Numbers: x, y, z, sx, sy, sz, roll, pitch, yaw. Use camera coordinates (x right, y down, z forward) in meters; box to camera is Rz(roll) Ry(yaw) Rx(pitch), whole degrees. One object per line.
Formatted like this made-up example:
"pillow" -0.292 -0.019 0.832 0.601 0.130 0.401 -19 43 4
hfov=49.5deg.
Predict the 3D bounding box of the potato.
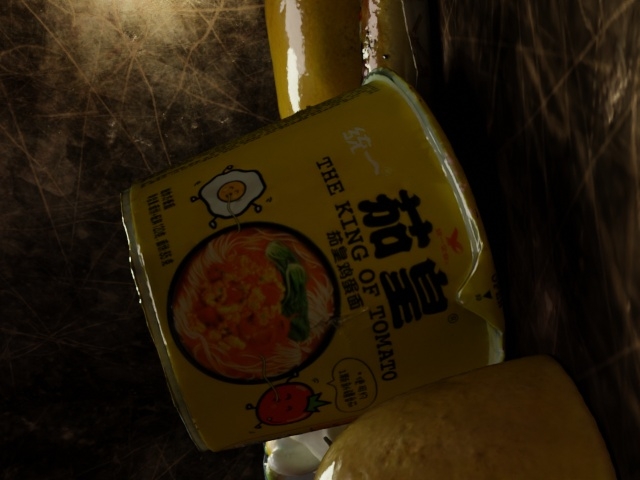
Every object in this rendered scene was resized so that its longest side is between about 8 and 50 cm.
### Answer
"potato" 0.073 0.162 0.415 0.203 0.158 0.178 23 -119 -83

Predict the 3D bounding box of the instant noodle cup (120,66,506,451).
"instant noodle cup" -0.019 0.032 0.632 0.325 0.254 0.325 163 90 -82

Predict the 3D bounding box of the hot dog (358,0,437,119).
"hot dog" 0.077 -0.186 0.743 0.162 0.082 0.270 -96 0 -72

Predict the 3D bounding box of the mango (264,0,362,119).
"mango" 0.012 -0.268 0.912 0.211 0.173 0.317 -136 46 -59

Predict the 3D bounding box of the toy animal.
"toy animal" 0.058 0.222 0.887 0.310 0.247 0.183 106 169 -67

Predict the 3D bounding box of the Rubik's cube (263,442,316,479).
"Rubik's cube" 0.043 0.363 1.451 0.316 0.318 0.313 -94 -1 -69
